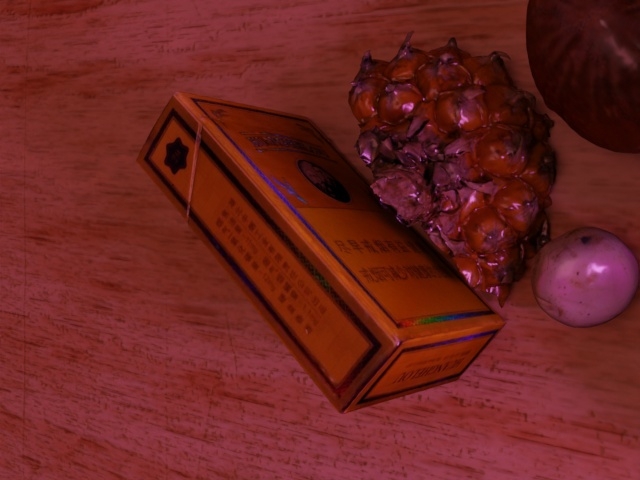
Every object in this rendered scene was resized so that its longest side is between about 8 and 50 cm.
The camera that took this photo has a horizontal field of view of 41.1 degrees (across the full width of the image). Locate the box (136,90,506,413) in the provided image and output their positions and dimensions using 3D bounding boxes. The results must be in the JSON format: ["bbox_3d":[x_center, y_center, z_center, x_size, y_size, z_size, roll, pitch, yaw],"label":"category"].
[{"bbox_3d":[0.000,0.000,0.748,0.301,0.193,0.084,48,114,26],"label":"box"}]

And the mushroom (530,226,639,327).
[{"bbox_3d":[0.209,0.028,0.677,0.084,0.067,0.083,2,111,5],"label":"mushroom"}]

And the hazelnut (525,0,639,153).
[{"bbox_3d":[0.216,-0.136,0.624,0.150,0.150,0.150,0,90,36],"label":"hazelnut"}]

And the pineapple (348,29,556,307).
[{"bbox_3d":[0.106,-0.086,0.698,0.140,0.164,0.249,-37,66,22],"label":"pineapple"}]
